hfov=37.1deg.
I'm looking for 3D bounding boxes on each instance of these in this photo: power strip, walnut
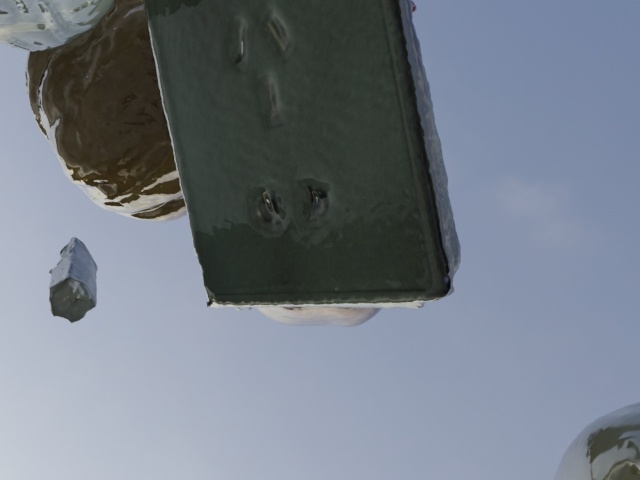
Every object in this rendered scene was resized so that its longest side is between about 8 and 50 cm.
[{"bbox_3d":[-0.007,-0.068,0.520,0.198,0.064,0.213,-4,-82,49],"label":"power strip"},{"bbox_3d":[-0.215,-0.214,1.295,0.381,0.381,0.381,7,-74,27],"label":"walnut"}]

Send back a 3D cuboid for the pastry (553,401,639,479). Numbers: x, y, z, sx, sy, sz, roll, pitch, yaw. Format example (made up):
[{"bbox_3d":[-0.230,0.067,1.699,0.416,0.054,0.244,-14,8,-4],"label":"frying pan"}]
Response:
[{"bbox_3d":[0.178,0.195,0.444,0.133,0.265,0.265,3,-74,1],"label":"pastry"}]

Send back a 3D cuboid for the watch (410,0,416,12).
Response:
[{"bbox_3d":[-0.034,-0.229,0.924,0.200,0.196,0.171,34,-48,32],"label":"watch"}]

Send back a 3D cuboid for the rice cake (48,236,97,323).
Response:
[{"bbox_3d":[-0.313,0.046,1.209,0.052,0.256,0.057,-18,-76,-9],"label":"rice cake"}]

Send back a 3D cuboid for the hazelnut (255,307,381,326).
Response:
[{"bbox_3d":[0.000,0.000,0.873,0.182,0.182,0.182,7,-74,27],"label":"hazelnut"}]

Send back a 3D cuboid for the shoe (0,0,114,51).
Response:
[{"bbox_3d":[-0.166,-0.231,0.648,0.210,0.342,0.132,-25,-85,11],"label":"shoe"}]
